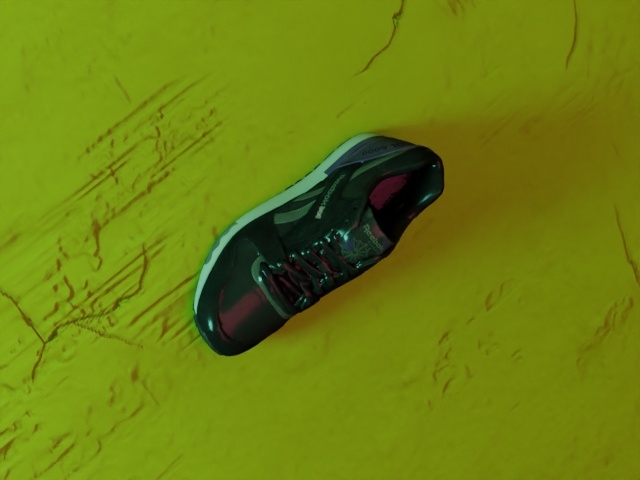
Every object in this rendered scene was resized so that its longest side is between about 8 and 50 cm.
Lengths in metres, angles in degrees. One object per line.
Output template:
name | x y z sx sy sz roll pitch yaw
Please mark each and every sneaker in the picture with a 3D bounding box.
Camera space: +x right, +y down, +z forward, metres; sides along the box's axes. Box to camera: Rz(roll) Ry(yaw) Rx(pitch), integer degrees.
sneaker | 0.000 0.000 1.632 0.283 0.124 0.107 -46 115 -16
